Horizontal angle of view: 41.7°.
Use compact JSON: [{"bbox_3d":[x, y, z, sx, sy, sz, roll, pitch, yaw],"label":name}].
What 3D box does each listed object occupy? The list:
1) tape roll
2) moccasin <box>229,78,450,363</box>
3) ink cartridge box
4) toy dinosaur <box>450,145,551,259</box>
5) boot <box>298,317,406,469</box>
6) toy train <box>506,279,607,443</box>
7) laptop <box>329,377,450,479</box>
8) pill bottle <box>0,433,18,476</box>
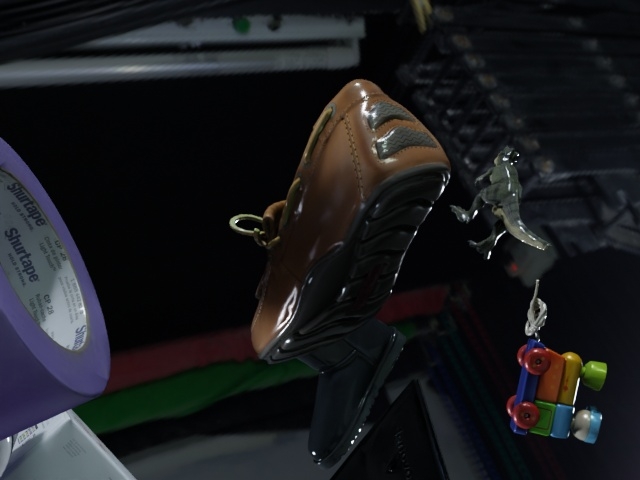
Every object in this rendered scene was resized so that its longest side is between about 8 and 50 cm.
[{"bbox_3d":[-0.211,0.027,0.525,0.080,0.189,0.189,-24,-27,0],"label":"tape roll"},{"bbox_3d":[-0.003,0.001,0.848,0.139,0.147,0.380,-18,-29,-24],"label":"moccasin"},{"bbox_3d":[-0.340,0.415,1.093,0.272,0.309,0.130,-41,17,-17],"label":"ink cartridge box"},{"bbox_3d":[0.260,-0.045,1.240,0.064,0.268,0.118,33,-59,-23],"label":"toy dinosaur"},{"bbox_3d":[-0.012,0.185,1.255,0.246,0.207,0.094,-59,11,-14],"label":"boot"},{"bbox_3d":[0.396,0.199,1.361,0.143,0.248,0.105,12,-1,6],"label":"toy train"},{"bbox_3d":[0.097,0.441,0.868,0.236,0.382,0.408,-23,-61,7],"label":"laptop"},{"bbox_3d":[-0.401,0.191,0.904,0.153,0.264,0.153,-3,-72,-8],"label":"pill bottle"}]
